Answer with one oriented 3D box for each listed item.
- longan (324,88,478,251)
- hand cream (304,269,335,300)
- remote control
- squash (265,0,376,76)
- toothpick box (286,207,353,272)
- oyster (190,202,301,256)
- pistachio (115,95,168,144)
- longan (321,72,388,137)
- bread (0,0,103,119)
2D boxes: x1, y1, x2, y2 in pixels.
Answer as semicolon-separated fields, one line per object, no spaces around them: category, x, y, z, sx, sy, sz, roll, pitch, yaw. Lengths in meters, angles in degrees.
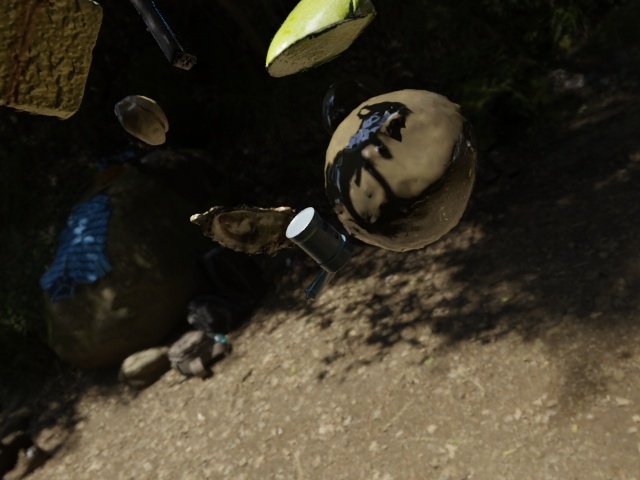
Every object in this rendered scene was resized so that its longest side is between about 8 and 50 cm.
longan;0.211;-0.190;1.745;0.404;0.436;0.404;13;13;-3
hand cream;0.019;0.117;2.164;0.048;0.083;0.224;27;61;25
remote control;-0.491;-0.679;1.890;0.062;0.399;0.144;-33;-1;15
squash;-0.016;-0.556;1.822;0.233;0.210;0.309;-34;26;55
toothpick box;0.000;0.000;1.678;0.101;0.153;0.101;-38;25;21
oyster;-0.230;-0.040;2.051;0.361;0.221;0.096;-1;43;-16
pistachio;-0.522;-0.355;1.918;0.124;0.185;0.124;-12;58;19
longan;0.118;-0.398;1.995;0.246;0.246;0.215;-34;11;-22
bread;-0.585;-0.362;1.211;0.263;0.236;0.198;6;10;-41
